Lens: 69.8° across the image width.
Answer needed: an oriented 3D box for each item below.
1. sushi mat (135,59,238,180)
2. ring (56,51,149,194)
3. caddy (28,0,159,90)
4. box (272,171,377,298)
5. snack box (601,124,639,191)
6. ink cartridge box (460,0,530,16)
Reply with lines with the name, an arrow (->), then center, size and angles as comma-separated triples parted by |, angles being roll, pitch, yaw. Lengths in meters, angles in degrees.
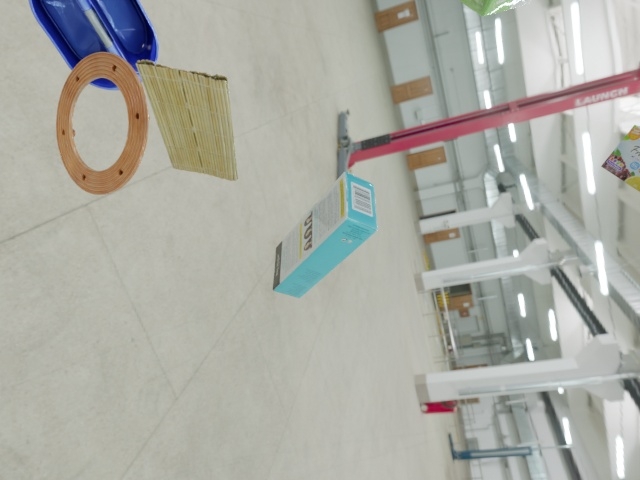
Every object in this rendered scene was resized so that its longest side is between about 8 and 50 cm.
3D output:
sushi mat -> -0.240, -0.214, 0.881 | 0.317, 0.151, 0.019 | 104, -1, -65
ring -> -0.525, -0.278, 1.106 | 0.032, 0.336, 0.337 | -7, 85, -60
caddy -> -0.571, -0.562, 1.176 | 0.179, 0.241, 0.341 | 56, -8, 46
box -> 0.000, 0.000, 0.791 | 0.060, 0.244, 0.101 | 20, 49, -24
snack box -> 0.652, -0.149, 0.905 | 0.037, 0.100, 0.141 | -3, 42, -37
ink cartridge box -> 0.418, -0.650, 0.897 | 0.119, 0.207, 0.354 | 48, -33, 20
